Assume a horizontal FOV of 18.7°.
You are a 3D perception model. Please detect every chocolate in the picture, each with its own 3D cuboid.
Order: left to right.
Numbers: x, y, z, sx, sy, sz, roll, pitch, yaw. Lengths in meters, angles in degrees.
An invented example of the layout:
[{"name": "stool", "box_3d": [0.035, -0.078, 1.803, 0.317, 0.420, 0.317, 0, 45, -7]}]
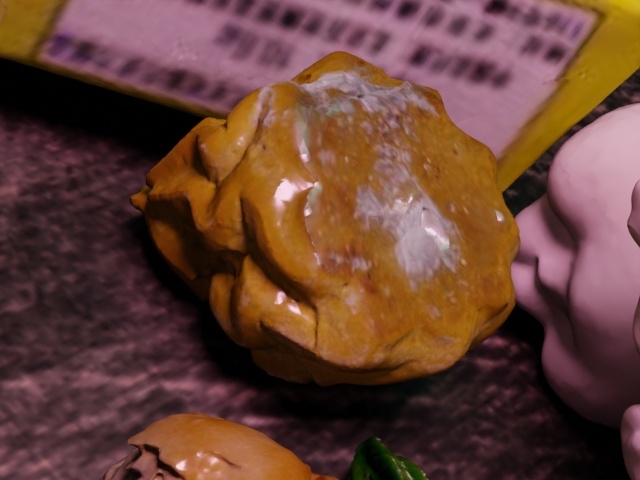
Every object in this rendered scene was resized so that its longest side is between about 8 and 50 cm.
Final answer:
[{"name": "chocolate", "box_3d": [-0.031, -0.164, 0.904, 0.301, 0.137, 0.289, 14, 29, -27]}]

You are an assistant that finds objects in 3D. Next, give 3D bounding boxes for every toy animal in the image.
[{"name": "toy animal", "box_3d": [0.190, 0.031, 0.851, 0.206, 0.271, 0.265, -4, 20, -8]}]

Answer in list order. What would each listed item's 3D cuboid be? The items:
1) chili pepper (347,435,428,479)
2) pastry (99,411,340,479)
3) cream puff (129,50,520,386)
[{"name": "chili pepper", "box_3d": [0.068, 0.147, 0.732, 0.182, 0.050, 0.073, 43, 42, 14]}, {"name": "pastry", "box_3d": [-0.011, 0.115, 0.622, 0.153, 0.153, 0.081, 40, 75, 6]}, {"name": "cream puff", "box_3d": [0.000, 0.000, 0.800, 0.146, 0.116, 0.146, 17, 64, -37]}]
